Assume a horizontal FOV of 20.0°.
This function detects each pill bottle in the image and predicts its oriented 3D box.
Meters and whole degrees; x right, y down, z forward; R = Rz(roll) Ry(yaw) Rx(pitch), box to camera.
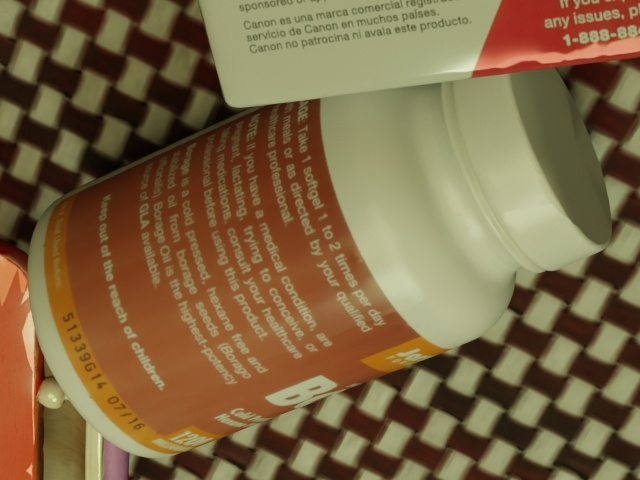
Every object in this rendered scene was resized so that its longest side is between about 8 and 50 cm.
[{"bbox_3d":[0.000,0.000,0.727,0.216,0.121,0.121,-23,109,23],"label":"pill bottle"}]

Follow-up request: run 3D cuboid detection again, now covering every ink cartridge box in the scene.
[{"bbox_3d":[0.039,-0.200,0.620,0.197,0.114,0.273,-6,115,17],"label":"ink cartridge box"}]

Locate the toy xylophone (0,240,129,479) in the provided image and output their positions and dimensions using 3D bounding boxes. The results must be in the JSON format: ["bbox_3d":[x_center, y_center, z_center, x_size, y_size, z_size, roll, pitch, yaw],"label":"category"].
[{"bbox_3d":[-0.230,0.092,0.852,0.323,0.081,0.236,3,117,12],"label":"toy xylophone"}]
